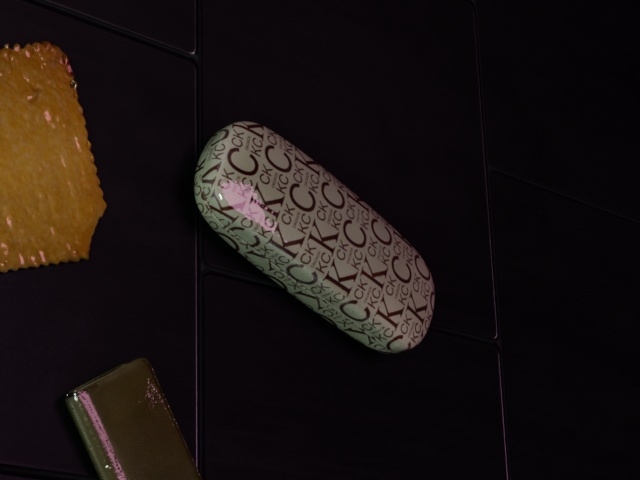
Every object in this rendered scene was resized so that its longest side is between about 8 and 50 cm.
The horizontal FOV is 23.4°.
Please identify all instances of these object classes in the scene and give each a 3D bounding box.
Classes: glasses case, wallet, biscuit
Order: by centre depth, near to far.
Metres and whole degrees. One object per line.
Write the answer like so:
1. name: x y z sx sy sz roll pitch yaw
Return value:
1. biscuit: -0.318 -0.084 1.533 0.232 0.013 0.237 -9 82 -47
2. wallet: -0.176 0.224 1.540 0.110 0.031 0.198 -28 95 -48
3. glasses case: 0.000 0.000 1.764 0.354 0.085 0.137 39 49 -28
